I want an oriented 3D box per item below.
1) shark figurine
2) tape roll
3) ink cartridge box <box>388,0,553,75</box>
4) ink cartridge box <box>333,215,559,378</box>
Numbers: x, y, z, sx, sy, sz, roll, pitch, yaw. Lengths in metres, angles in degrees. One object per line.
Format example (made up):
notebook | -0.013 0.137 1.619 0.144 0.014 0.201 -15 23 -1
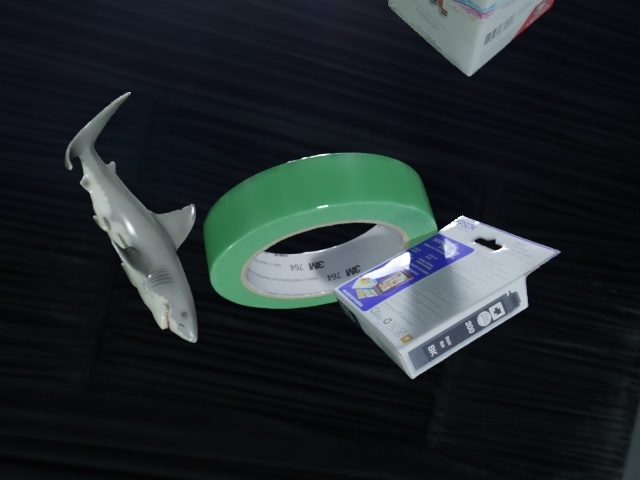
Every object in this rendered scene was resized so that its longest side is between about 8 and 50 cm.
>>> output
shark figurine | -0.204 -0.032 0.741 0.166 0.116 0.278 26 142 58
tape roll | 0.000 0.000 0.895 0.321 0.321 0.077 124 138 -54
ink cartridge box | 0.150 -0.274 0.590 0.128 0.127 0.176 -40 -15 -8
ink cartridge box | 0.142 0.054 0.751 0.045 0.208 0.206 63 170 -20
